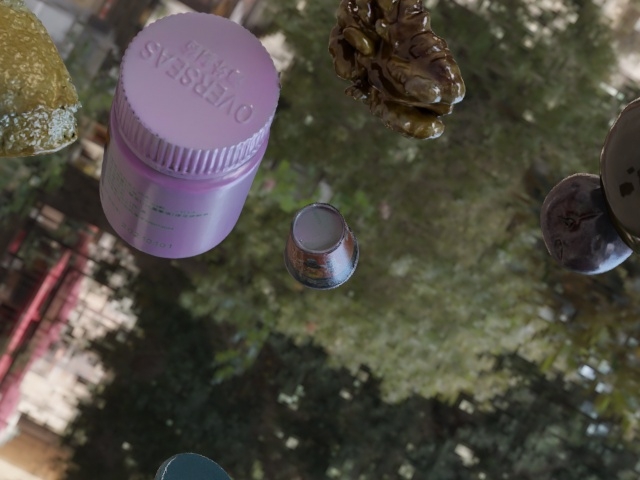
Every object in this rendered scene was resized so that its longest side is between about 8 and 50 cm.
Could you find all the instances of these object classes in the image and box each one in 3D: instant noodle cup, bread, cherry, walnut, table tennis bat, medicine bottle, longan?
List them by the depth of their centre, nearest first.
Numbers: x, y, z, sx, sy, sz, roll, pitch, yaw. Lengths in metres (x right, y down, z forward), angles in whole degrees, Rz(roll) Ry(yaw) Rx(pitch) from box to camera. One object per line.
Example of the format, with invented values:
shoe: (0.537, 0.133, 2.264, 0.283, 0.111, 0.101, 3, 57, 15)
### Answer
walnut: (0.069, -0.180, 1.311, 0.069, 0.170, 0.143, -28, 156, -34)
medicine bottle: (-0.153, -0.111, 1.452, 0.290, 0.178, 0.178, 117, -4, -64)
table tennis bat: (-0.140, 0.363, 1.667, 0.124, 0.201, 0.033, -11, 151, -47)
bread: (-0.432, -0.225, 1.755, 0.245, 0.174, 0.121, 56, -48, 25)
longan: (0.578, -0.092, 1.954, 0.319, 0.319, 0.319, -56, -167, 21)
instant noodle cup: (-0.001, 0.002, 2.040, 0.135, 0.127, 0.127, 84, 30, -72)
cherry: (0.443, -0.029, 2.120, 0.140, 0.176, 0.176, -27, -147, 42)
